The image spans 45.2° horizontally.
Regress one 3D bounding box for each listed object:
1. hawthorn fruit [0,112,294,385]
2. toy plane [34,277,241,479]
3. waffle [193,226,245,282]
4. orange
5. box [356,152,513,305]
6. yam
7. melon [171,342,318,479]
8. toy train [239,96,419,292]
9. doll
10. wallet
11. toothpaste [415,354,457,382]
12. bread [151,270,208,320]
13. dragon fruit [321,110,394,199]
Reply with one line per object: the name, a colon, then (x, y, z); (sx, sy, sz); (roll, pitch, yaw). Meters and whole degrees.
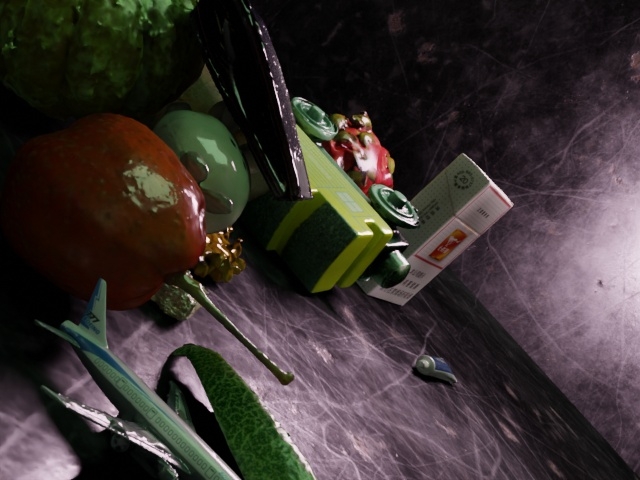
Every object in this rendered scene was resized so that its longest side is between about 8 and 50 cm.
hawthorn fruit: (-0.133, 0.023, 0.635); (0.285, 0.165, 0.165); (46, 11, 7)
toy plane: (-0.117, 0.131, 0.549); (0.226, 0.058, 0.226); (52, 1, 13)
waffle: (-0.186, -0.043, 0.951); (0.232, 0.051, 0.228); (39, 10, -32)
orange: (-0.274, -0.249, 0.916); (0.300, 0.223, 0.301); (7, 32, -27)
box: (0.228, -0.014, 1.591); (0.095, 0.330, 0.210); (50, 12, 25)
yam: (-0.186, -0.176, 1.155); (0.161, 0.161, 0.268); (29, 20, -54)
melon: (-0.055, 0.167, 0.647); (0.262, 0.053, 0.114); (49, -12, 37)
toy train: (-0.032, -0.091, 1.308); (0.442, 0.179, 0.272); (49, 27, 23)
doll: (-0.134, -0.078, 0.859); (0.275, 0.113, 0.154); (-87, 155, -72)
wallet: (-0.073, -0.169, 0.920); (0.221, 0.071, 0.262); (-47, 116, -86)
toothpaste: (0.213, 0.234, 1.416); (0.057, 0.035, 0.197); (60, 14, 23)
bread: (-0.155, 0.043, 0.789); (0.083, 0.035, 0.070); (42, 10, 3)
dragon fruit: (0.037, -0.154, 1.661); (0.237, 0.231, 0.303); (56, 30, -5)
